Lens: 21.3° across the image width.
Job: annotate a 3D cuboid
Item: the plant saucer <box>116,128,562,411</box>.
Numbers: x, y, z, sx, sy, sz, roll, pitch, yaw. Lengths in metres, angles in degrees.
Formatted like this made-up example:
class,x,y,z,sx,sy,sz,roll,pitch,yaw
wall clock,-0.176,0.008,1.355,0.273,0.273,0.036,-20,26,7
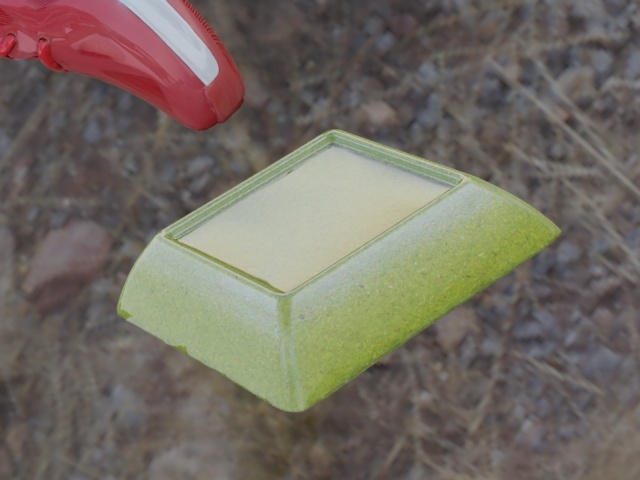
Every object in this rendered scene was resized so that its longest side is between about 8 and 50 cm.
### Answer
class,x,y,z,sx,sy,sz,roll,pitch,yaw
plant saucer,0.000,0.000,0.930,0.188,0.045,0.188,-32,31,-24

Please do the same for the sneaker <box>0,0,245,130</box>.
class,x,y,z,sx,sy,sz,roll,pitch,yaw
sneaker,-0.147,-0.084,0.683,0.128,0.221,0.087,-53,-5,-7
